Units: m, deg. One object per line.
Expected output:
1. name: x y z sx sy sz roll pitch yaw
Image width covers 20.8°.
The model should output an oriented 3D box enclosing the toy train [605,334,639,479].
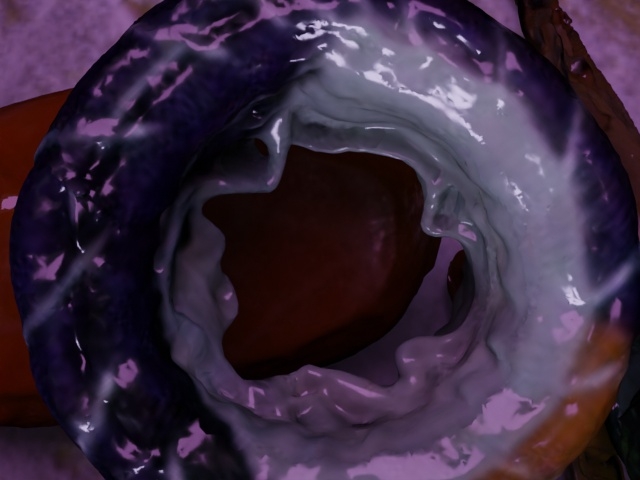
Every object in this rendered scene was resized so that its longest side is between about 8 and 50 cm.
1. toy train: 0.320 0.039 0.689 0.442 0.179 0.272 -29 63 -33

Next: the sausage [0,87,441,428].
1. sausage: -0.073 -0.001 0.802 0.268 0.153 0.141 -13 18 0

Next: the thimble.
1. thimble: 0.000 0.000 0.660 0.237 0.150 0.237 0 94 -4

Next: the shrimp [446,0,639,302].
1. shrimp: 0.103 -0.043 0.862 0.117 0.066 0.262 -16 59 -4

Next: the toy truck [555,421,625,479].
1. toy truck: 0.096 0.214 0.690 0.136 0.111 0.286 -18 65 31
